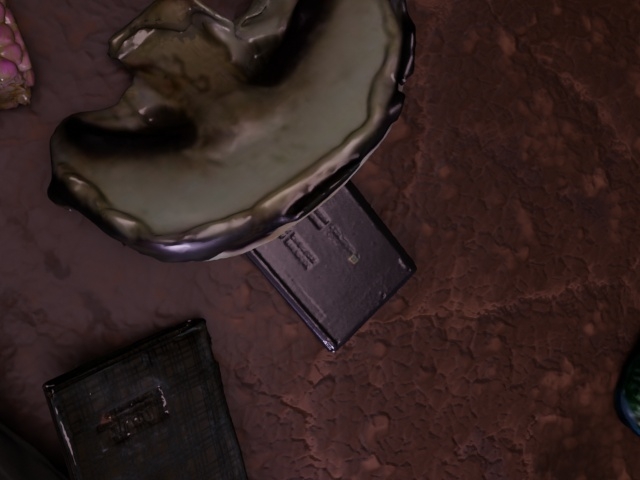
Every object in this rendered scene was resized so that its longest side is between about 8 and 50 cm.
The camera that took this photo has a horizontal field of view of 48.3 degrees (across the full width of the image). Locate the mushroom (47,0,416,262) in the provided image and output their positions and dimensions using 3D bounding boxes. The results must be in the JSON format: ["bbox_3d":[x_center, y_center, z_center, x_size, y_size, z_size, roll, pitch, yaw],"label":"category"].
[{"bbox_3d":[-0.070,-0.121,0.642,0.247,0.130,0.344,37,79,9],"label":"mushroom"}]

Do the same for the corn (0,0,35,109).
[{"bbox_3d":[-0.333,-0.256,0.553,0.126,0.126,0.335,-22,104,-15],"label":"corn"}]

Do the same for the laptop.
[{"bbox_3d":[0.000,0.000,0.722,0.135,0.016,0.197,-43,104,-12],"label":"laptop"}]

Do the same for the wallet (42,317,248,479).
[{"bbox_3d":[-0.132,0.247,0.650,0.169,0.044,0.317,-21,103,-43],"label":"wallet"}]

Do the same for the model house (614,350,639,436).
[{"bbox_3d":[0.518,0.191,0.759,0.253,0.291,0.185,36,78,-16],"label":"model house"}]

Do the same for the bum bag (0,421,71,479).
[{"bbox_3d":[-0.288,0.204,0.608,0.142,0.079,0.326,-33,115,-6],"label":"bum bag"}]
